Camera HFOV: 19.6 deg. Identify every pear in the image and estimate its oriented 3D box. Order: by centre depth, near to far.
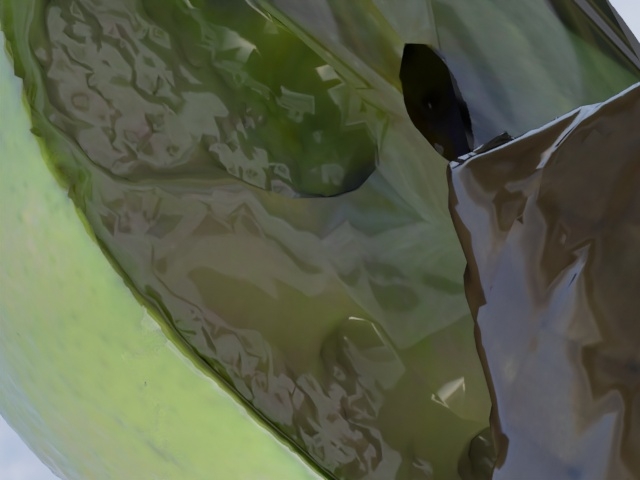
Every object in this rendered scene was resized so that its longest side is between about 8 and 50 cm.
[{"bbox_3d":[-0.002,0.005,0.763,0.399,0.165,0.399,29,-138,-30],"label":"pear"}]

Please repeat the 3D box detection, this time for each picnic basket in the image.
[{"bbox_3d":[0.198,0.103,0.500,0.291,0.254,0.321,23,-132,-50],"label":"picnic basket"}]
